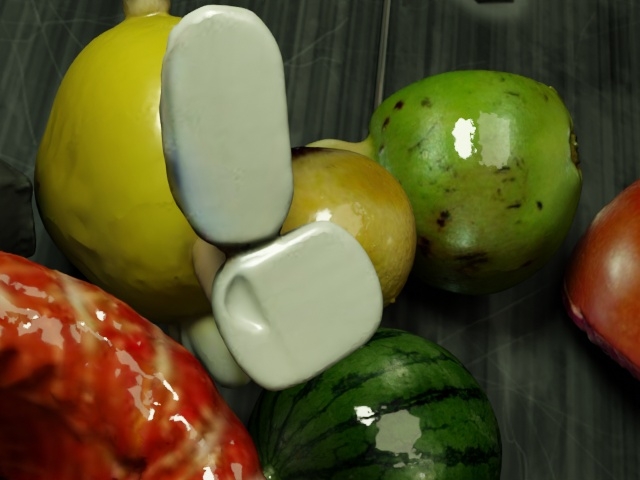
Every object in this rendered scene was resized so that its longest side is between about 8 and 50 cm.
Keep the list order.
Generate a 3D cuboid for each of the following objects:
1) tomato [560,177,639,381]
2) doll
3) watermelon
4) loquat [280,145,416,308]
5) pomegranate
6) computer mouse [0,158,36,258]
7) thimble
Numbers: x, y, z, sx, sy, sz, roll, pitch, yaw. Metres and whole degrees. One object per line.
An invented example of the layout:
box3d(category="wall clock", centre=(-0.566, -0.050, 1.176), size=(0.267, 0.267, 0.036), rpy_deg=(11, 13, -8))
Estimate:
box3d(category="tomato", centre=(0.399, 0.035, 1.270), size=(0.335, 0.176, 0.290), rpy_deg=(11, 30, -19))
box3d(category="doll", centre=(-0.094, -0.060, 0.929), size=(0.161, 0.348, 0.423), rpy_deg=(-10, 41, -19))
box3d(category="watermelon", centre=(0.027, 0.155, 1.030), size=(0.214, 0.188, 0.188), rpy_deg=(0, 60, -38))
box3d(category="loquat", centre=(0.000, 0.000, 1.111), size=(0.163, 0.137, 0.163), rpy_deg=(-10, 45, 10))
box3d(category="pomegranate", centre=(0.105, -0.041, 1.206), size=(0.241, 0.190, 0.159), rpy_deg=(10, 63, -26))
box3d(category="computer mouse", centre=(-0.303, -0.051, 1.012), size=(0.264, 0.147, 0.088), rpy_deg=(39, 30, 1))
box3d(category="thimble", centre=(-0.202, 0.190, 0.848), size=(0.350, 0.230, 0.350), rpy_deg=(14, 55, -20))
